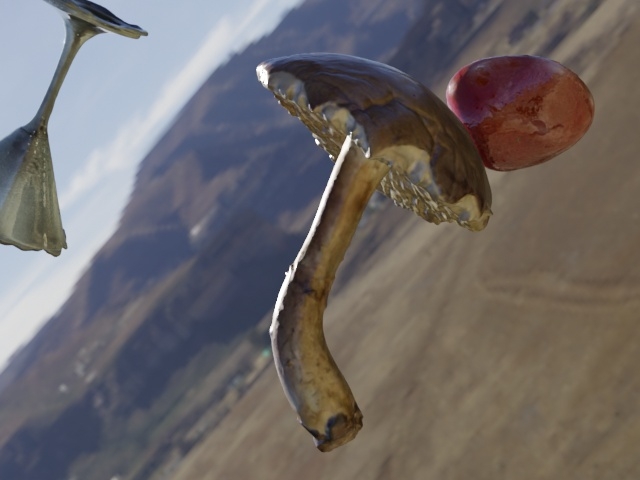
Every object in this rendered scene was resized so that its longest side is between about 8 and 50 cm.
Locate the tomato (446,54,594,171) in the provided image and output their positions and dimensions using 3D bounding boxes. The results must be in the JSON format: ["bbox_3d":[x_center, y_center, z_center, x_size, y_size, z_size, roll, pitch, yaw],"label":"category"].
[{"bbox_3d":[0.253,-0.152,1.810,0.174,0.166,0.082,-17,35,16],"label":"tomato"}]

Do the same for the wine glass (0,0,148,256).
[{"bbox_3d":[-0.263,-0.119,1.369,0.156,0.156,0.232,-64,-1,-82],"label":"wine glass"}]

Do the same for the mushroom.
[{"bbox_3d":[0.018,-0.018,1.196,0.208,0.233,0.302,-38,27,53],"label":"mushroom"}]
